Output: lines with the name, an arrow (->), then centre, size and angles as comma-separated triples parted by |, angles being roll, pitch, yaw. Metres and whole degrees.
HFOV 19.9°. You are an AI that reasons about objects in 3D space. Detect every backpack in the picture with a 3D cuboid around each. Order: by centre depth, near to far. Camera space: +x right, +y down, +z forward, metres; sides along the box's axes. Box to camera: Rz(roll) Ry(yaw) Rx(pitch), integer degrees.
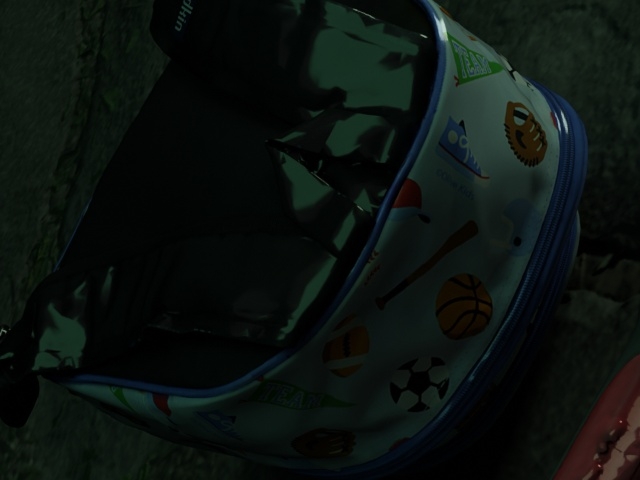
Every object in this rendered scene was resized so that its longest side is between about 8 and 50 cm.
backpack -> 0.000, 0.000, 0.879 | 0.263, 0.213, 0.277 | 6, 72, 63

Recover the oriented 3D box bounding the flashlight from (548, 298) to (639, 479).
flashlight -> 0.132, 0.083, 0.732 | 0.103, 0.103, 0.304 | 21, 78, 54
